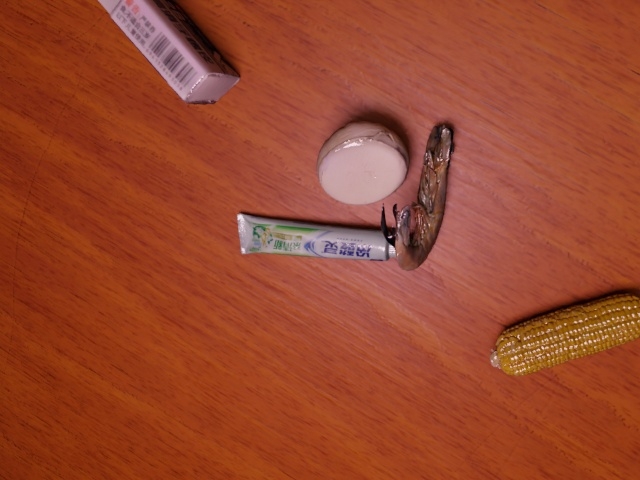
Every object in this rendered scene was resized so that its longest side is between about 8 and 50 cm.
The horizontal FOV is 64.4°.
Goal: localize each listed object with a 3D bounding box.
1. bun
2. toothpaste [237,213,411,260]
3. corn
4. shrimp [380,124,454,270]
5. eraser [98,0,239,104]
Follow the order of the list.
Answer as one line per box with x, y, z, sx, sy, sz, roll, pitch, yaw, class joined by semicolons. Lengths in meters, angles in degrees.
0.061;-0.126;0.764;0.139;0.094;0.138;-1;137;-1;bun
0.000;0.000;0.840;0.297;0.048;0.074;5;111;17;toothpaste
0.371;0.141;0.764;0.238;0.080;0.080;-25;98;17;corn
0.142;-0.061;0.735;0.046;0.152;0.219;17;103;34;shrimp
-0.230;-0.307;0.766;0.068;0.124;0.210;-40;93;22;eraser
